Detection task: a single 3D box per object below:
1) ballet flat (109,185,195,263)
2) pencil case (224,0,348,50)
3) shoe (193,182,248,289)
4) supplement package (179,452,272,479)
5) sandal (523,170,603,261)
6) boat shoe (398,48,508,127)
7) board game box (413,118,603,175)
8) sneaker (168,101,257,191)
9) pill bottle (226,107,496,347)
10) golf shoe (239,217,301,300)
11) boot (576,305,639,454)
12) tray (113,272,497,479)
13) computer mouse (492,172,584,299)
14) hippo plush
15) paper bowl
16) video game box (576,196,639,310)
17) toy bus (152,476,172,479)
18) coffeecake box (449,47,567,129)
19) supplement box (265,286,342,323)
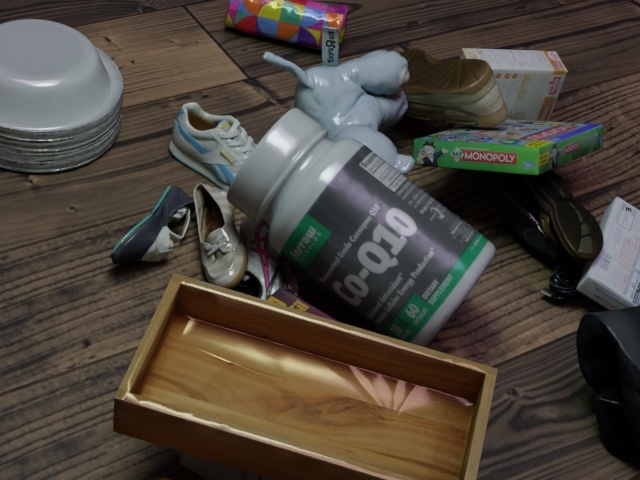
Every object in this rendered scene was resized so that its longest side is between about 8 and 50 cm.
[{"bbox_3d":[-0.243,-0.015,1.906,0.074,0.074,0.203,21,36,8],"label":"ballet flat"},{"bbox_3d":[-0.066,-0.426,2.384,0.236,0.104,0.104,17,42,1],"label":"pencil case"},{"bbox_3d":[-0.159,-0.007,1.903,0.058,0.076,0.219,43,22,-36],"label":"shoe"},{"bbox_3d":[-0.006,0.248,1.598,0.293,0.175,0.177,28,46,15],"label":"supplement package"},{"bbox_3d":[0.379,-0.035,2.015,0.090,0.060,0.219,4,38,-29],"label":"sandal"},{"bbox_3d":[0.191,-0.253,2.206,0.121,0.110,0.341,-45,30,-14],"label":"boat shoe"},{"bbox_3d":[0.319,-0.160,2.097,0.213,0.046,0.317,6,14,29],"label":"board game box"},{"bbox_3d":[-0.144,-0.142,2.053,0.228,0.092,0.087,27,41,12],"label":"sneaker"},{"bbox_3d":[0.055,-0.018,1.830,0.361,0.204,0.204,37,45,4],"label":"pill bottle"},{"bbox_3d":[-0.094,0.033,1.893,0.086,0.067,0.186,-8,46,-21],"label":"golf shoe"},{"bbox_3d":[0.558,0.095,1.885,0.445,0.146,0.367,-14,69,-25],"label":"boot"},{"bbox_3d":[-0.013,0.188,1.479,0.410,0.076,0.203,17,45,3],"label":"tray"},{"bbox_3d":[0.371,-0.017,2.080,0.188,0.072,0.272,-19,63,-34],"label":"computer mouse"},{"bbox_3d":[0.076,-0.176,2.030,0.234,0.294,0.237,-25,59,-8],"label":"hippo plush"},{"bbox_3d":[-0.463,-0.251,2.047,0.284,0.148,0.284,7,43,-6],"label":"paper bowl"},{"bbox_3d":[0.520,0.050,2.016,0.187,0.048,0.205,31,48,1],"label":"video game box"},{"bbox_3d":[-0.150,0.421,1.404,0.108,0.130,0.333,-15,49,-30],"label":"toy bus"},{"bbox_3d":[0.333,-0.270,2.283,0.185,0.142,0.068,0,43,-16],"label":"coffeecake box"},{"bbox_3d":[-0.015,0.161,1.763,0.188,0.081,0.104,30,44,18],"label":"supplement box"}]
